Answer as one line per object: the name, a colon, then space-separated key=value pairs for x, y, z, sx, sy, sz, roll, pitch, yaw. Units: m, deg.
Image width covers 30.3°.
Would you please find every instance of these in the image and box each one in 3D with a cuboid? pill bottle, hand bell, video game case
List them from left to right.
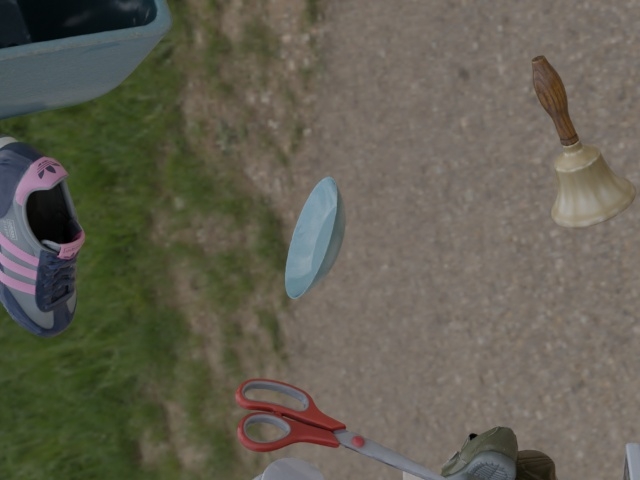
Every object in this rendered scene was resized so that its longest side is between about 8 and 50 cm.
pill bottle: x=-0.063 y=0.387 z=1.592 sx=0.121 sy=0.121 sz=0.216 roll=56 pitch=143 yaw=29
hand bell: x=0.347 y=-0.151 z=1.661 sx=0.126 sy=0.126 sz=0.242 roll=12 pitch=134 yaw=54
video game case: x=0.408 y=0.388 z=1.520 sx=0.190 sy=0.022 sz=0.173 roll=-83 pitch=-12 yaw=-47

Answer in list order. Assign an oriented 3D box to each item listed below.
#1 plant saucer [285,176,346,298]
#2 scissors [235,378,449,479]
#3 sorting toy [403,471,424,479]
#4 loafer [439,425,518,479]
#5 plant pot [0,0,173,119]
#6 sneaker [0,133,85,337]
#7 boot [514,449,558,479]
plant saucer: x=0.000 y=0.000 z=1.798 sx=0.195 sy=0.037 sz=0.195 roll=-163 pitch=90 yaw=-73
scissors: x=0.033 y=0.243 z=1.507 sx=0.109 sy=0.297 sz=0.021 roll=-80 pitch=1 yaw=-46
sorting toy: x=0.144 y=0.375 z=1.724 sx=0.075 sy=0.045 sz=0.083 roll=66 pitch=-156 yaw=-66
loafer: x=0.262 y=0.367 z=1.921 sx=0.094 sy=0.087 sz=0.251 roll=29 pitch=151 yaw=-5
plant pot: x=-0.327 y=-0.236 z=1.168 sx=0.248 sy=0.247 sz=0.252 roll=68 pitch=152 yaw=11
sneaker: x=-0.364 y=0.018 z=1.562 sx=0.131 sy=0.112 sz=0.319 roll=21 pitch=137 yaw=31
boot: x=0.353 y=0.445 z=1.882 sx=0.213 sy=0.077 sz=0.165 roll=-114 pitch=14 yaw=-68
